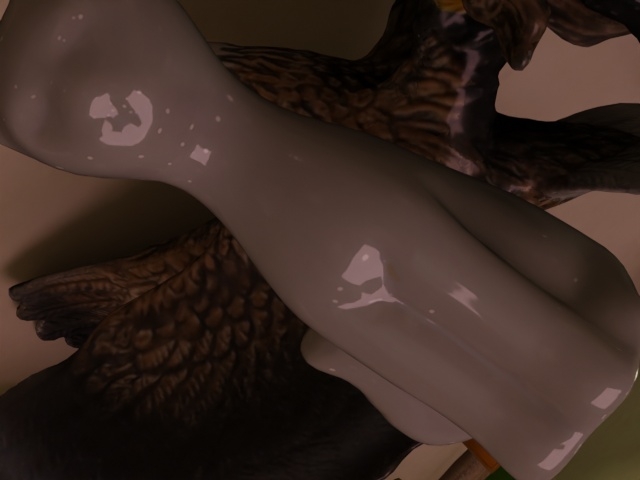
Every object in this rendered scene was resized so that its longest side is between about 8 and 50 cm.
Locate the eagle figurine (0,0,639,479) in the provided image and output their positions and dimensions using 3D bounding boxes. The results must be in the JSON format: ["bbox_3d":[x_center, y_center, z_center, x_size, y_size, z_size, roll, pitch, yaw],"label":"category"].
[{"bbox_3d":[-0.008,-0.006,0.697,0.226,0.225,0.298,4,122,-45],"label":"eagle figurine"}]

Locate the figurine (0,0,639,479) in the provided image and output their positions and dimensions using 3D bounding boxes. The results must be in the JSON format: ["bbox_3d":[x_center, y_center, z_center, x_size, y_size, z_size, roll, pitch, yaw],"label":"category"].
[{"bbox_3d":[0.023,-0.062,0.493,0.209,0.092,0.215,34,107,-13],"label":"figurine"}]

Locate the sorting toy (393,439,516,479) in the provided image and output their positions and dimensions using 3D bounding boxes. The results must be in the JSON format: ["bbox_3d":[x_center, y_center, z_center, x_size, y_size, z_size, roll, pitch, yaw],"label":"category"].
[{"bbox_3d":[0.035,0.136,0.755,0.229,0.041,0.307,-41,169,-7],"label":"sorting toy"}]
